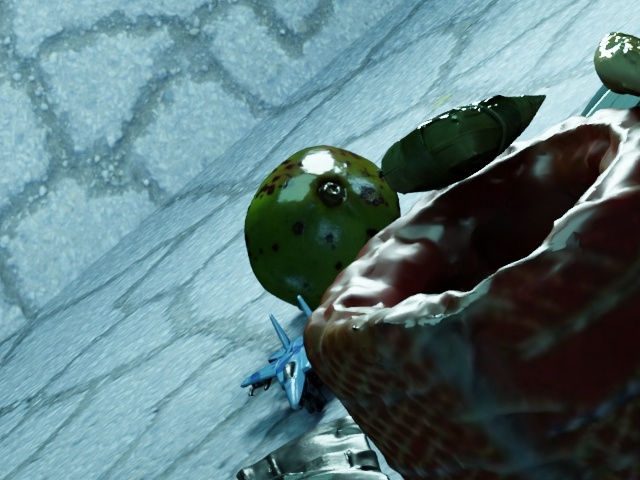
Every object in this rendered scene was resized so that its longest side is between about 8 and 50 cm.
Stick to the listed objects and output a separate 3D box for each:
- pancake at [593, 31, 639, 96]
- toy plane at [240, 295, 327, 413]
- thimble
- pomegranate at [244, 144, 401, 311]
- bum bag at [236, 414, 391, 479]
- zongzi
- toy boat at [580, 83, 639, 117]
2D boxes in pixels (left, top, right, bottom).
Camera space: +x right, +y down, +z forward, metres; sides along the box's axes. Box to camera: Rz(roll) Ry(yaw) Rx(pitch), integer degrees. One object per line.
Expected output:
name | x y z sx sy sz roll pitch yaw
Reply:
pancake | 0.370 -0.090 1.324 0.356 0.356 0.065 -118 44 -77
toy plane | -0.016 0.138 1.909 0.169 0.078 0.246 -32 20 10
thimble | 0.176 0.067 1.337 0.350 0.231 0.350 -33 12 8
pomegranate | 0.000 0.000 2.166 0.202 0.202 0.248 -41 -14 -27
bum bag | 0.013 0.231 1.426 0.123 0.060 0.248 -31 37 0
zongzi | 0.113 -0.079 1.430 0.109 0.055 0.119 -24 3 44
toy boat | 0.356 -0.147 2.004 0.246 0.103 0.093 -49 28 -3
